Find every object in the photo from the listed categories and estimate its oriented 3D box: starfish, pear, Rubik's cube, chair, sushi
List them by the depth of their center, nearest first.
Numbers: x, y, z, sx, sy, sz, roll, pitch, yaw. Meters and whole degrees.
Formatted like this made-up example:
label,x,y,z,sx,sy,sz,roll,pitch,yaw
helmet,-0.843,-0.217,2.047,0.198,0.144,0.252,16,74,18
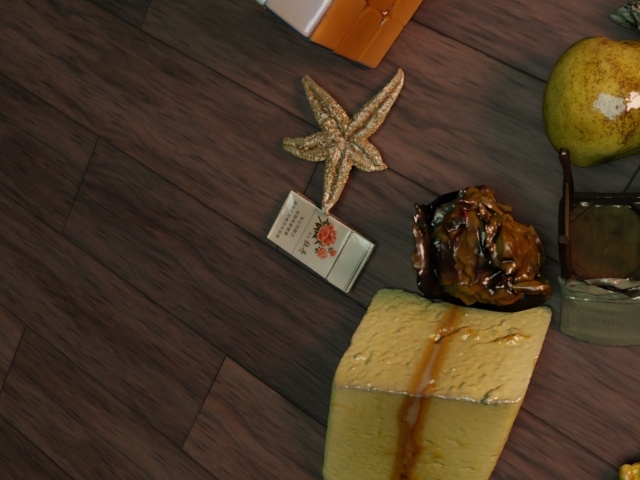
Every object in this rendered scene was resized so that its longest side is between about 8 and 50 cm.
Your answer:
label,x,y,z,sx,sy,sz,roll,pitch,yaw
pear,0.424,-0.210,1.063,0.197,0.197,0.197,2,95,25
chair,0.435,0.016,1.076,0.160,0.319,0.186,0,62,22
sushi,0.255,0.020,1.154,0.204,0.200,0.213,-11,89,22
Rubik's cube,0.016,-0.492,1.170,0.290,0.292,0.291,42,109,17
starfish,0.033,-0.206,1.320,0.231,0.048,0.295,36,106,19

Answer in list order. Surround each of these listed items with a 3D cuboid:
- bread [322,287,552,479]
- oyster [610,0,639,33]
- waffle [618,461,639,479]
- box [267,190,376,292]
label,x,y,z,sx,sy,sz,roll,pitch,yaw
bread,0.193,0.298,1.300,0.346,0.242,0.405,13,133,20
oyster,0.555,-0.277,1.033,0.252,0.087,0.199,11,55,8
waffle,0.577,0.461,1.114,0.283,0.065,0.309,34,110,21
box,0.000,0.000,1.361,0.198,0.029,0.109,34,107,19
